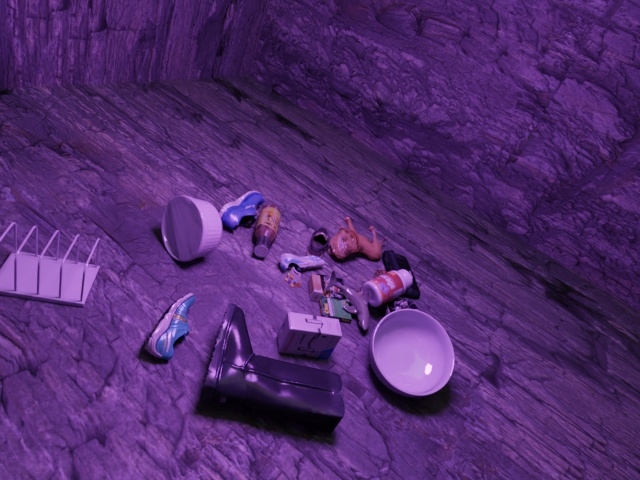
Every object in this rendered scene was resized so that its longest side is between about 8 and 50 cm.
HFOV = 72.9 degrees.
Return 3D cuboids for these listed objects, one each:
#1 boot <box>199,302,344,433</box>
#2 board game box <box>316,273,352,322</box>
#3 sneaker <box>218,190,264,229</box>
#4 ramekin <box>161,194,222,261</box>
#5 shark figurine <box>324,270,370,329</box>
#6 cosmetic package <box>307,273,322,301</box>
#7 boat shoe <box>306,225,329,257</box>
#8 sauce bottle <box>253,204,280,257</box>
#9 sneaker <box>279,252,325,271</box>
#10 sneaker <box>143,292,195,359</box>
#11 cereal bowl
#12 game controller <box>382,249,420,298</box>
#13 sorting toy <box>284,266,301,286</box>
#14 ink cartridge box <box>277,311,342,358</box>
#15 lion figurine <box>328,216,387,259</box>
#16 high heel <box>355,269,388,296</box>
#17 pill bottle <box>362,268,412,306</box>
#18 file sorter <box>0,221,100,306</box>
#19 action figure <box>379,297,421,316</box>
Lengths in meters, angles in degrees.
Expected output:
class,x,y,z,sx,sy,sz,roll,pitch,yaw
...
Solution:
class,x,y,z,sx,sy,sz,roll,pitch,yaw
boot,-0.141,0.418,1.461,0.446,0.146,0.366,15,42,-10
board game box,0.055,0.254,1.933,0.136,0.030,0.259,16,34,-18
sneaker,-0.372,-0.137,2.143,0.147,0.129,0.330,43,38,2
ramekin,-0.523,-0.050,1.781,0.273,0.272,0.127,43,25,26
shark figurine,0.154,0.243,1.891,0.278,0.116,0.166,50,26,13
cosmetic package,-0.025,0.209,1.915,0.041,0.060,0.115,13,33,-18
boat shoe,0.000,0.000,2.194,0.103,0.092,0.285,25,33,0
sauce bottle,-0.258,-0.046,2.077,0.112,0.111,0.344,18,35,-11
sneaker,-0.082,0.111,2.010,0.238,0.085,0.086,5,64,-33
sneaker,-0.497,0.291,1.481,0.110,0.107,0.275,39,35,-14
cereal bowl,0.340,0.447,1.697,0.340,0.141,0.338,7,60,-12
game controller,0.421,0.174,2.268,0.167,0.067,0.319,27,31,-26
sorting toy,-0.117,0.157,1.912,0.083,0.075,0.045,42,36,25
ink cartridge box,-0.044,0.356,1.614,0.203,0.148,0.085,11,37,-19
lion figurine,0.215,0.022,2.269,0.393,0.142,0.240,14,42,-25
high heel,0.242,0.211,2.095,0.262,0.093,0.186,-8,26,-28
pill bottle,0.306,0.207,1.949,0.216,0.121,0.121,-21,53,-30
file sorter,-0.900,0.071,1.431,0.278,0.173,0.192,13,34,-18
action figure,0.358,0.326,1.931,0.164,0.140,0.275,-7,-3,-1
